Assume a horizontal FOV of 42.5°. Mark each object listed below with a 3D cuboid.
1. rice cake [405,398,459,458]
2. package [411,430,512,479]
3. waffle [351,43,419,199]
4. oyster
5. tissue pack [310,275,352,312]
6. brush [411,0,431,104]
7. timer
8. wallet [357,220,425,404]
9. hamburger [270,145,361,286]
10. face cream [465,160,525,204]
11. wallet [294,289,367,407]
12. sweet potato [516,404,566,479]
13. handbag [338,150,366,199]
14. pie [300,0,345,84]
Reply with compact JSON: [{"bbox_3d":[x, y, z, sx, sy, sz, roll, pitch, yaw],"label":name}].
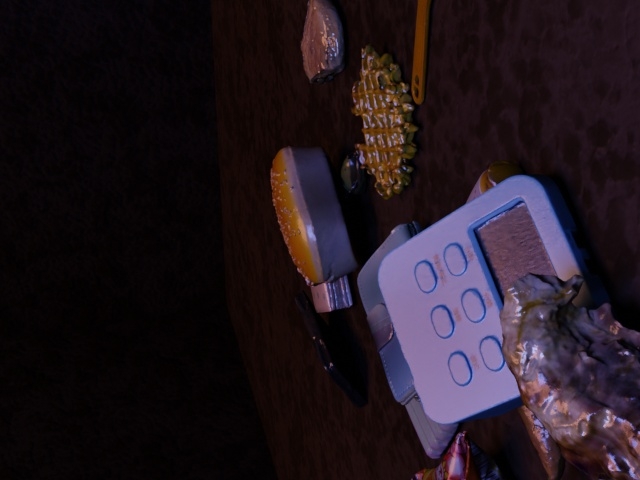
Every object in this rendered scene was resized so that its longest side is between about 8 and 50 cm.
[{"bbox_3d":[0.178,0.255,1.399,0.189,0.037,0.198,98,158,-49],"label":"rice cake"},{"bbox_3d":[0.225,0.406,1.182,0.288,0.109,0.223,93,158,-64],"label":"package"},{"bbox_3d":[0.105,-0.194,1.389,0.228,0.051,0.231,102,154,-49],"label":"waffle"},{"bbox_3d":[0.282,0.171,0.756,0.271,0.100,0.275,2,103,52],"label":"oyster"},{"bbox_3d":[0.000,0.000,1.877,0.170,0.071,0.325,150,109,-75],"label":"tissue pack"},{"bbox_3d":[0.150,-0.323,1.197,0.103,0.013,0.272,-116,21,-51],"label":"brush"},{"bbox_3d":[0.197,0.070,0.944,0.250,0.091,0.231,-42,58,45],"label":"timer"},{"bbox_3d":[0.145,0.117,1.311,0.176,0.075,0.250,-54,43,45],"label":"wallet"},{"bbox_3d":[-0.018,-0.053,1.664,0.227,0.152,0.295,66,-169,-63],"label":"hamburger"},{"bbox_3d":[0.211,-0.031,1.057,0.182,0.051,0.072,105,161,-57],"label":"face cream"},{"bbox_3d":[0.016,0.247,1.917,0.165,0.042,0.309,52,-174,-34],"label":"wallet"},{"bbox_3d":[0.246,0.142,1.013,0.066,0.072,0.314,-26,72,32],"label":"sweet potato"},{"bbox_3d":[0.064,-0.134,1.587,0.111,0.047,0.072,95,162,-54],"label":"handbag"},{"bbox_3d":[-0.001,-0.414,1.662,0.218,0.052,0.185,-168,68,-77],"label":"pie"}]
